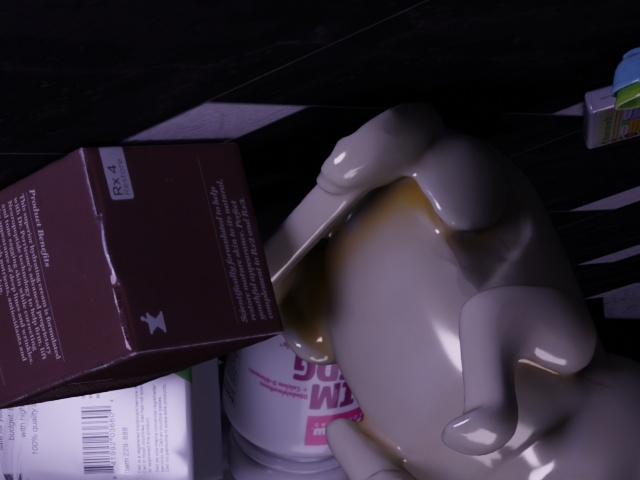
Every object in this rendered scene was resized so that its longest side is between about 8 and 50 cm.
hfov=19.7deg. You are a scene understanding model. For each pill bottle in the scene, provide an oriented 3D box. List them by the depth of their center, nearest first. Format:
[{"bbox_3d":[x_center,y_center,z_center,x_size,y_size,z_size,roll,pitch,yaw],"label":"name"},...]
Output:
[{"bbox_3d":[-0.014,0.115,1.851,0.160,0.283,0.160,5,-149,-3],"label":"pill bottle"}]

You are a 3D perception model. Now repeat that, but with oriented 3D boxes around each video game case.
[{"bbox_3d":[0.345,-0.137,1.746,0.193,0.023,0.212,-15,172,6],"label":"video game case"}]

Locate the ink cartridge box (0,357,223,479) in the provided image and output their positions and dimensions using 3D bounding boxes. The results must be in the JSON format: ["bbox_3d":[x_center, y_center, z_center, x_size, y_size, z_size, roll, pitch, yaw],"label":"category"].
[{"bbox_3d":[-0.249,0.135,1.759,0.289,0.211,0.121,-3,176,10],"label":"ink cartridge box"}]

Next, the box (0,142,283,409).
[{"bbox_3d":[-0.171,0.030,1.499,0.167,0.168,0.203,-5,168,-46],"label":"box"}]

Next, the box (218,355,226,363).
[{"bbox_3d":[-0.175,0.072,1.868,0.126,0.137,0.072,-15,171,5],"label":"box"}]

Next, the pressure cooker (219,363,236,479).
[{"bbox_3d":[-0.080,0.222,2.163,0.420,0.376,0.370,-12,177,2],"label":"pressure cooker"}]

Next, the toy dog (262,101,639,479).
[{"bbox_3d":[0.145,0.117,1.602,0.284,0.408,0.395,-43,169,25],"label":"toy dog"}]

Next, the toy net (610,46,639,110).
[{"bbox_3d":[0.323,-0.162,1.473,0.122,0.045,0.232,-11,171,-20],"label":"toy net"}]
